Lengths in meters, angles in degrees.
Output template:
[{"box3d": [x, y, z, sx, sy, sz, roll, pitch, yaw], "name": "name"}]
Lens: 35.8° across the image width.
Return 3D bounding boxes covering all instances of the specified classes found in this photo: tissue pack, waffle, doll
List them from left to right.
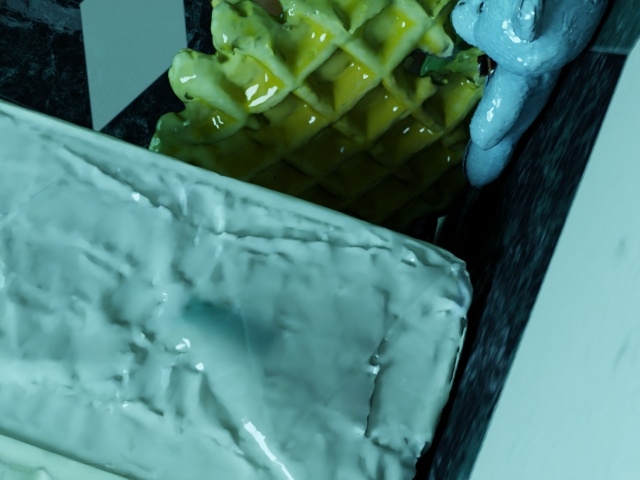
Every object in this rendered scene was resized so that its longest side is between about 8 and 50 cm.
[{"box3d": [-0.110, 0.120, 0.631, 0.380, 0.297, 0.207, 116, 174, -60], "name": "tissue pack"}, {"box3d": [0.016, -0.065, 0.653, 0.250, 0.261, 0.056, 101, 149, -46], "name": "waffle"}, {"box3d": [0.108, -0.111, 0.579, 0.120, 0.075, 0.180, -62, -2, -36], "name": "doll"}]

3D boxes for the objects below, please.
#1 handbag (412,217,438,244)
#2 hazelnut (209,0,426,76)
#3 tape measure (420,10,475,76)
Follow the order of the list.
[{"box3d": [0.000, 0.000, 0.845, 0.207, 0.126, 0.229, -8, -58, -42], "name": "handbag"}, {"box3d": [0.052, -0.295, 1.088, 0.359, 0.359, 0.409, -66, -16, 5], "name": "hazelnut"}, {"box3d": [0.130, -0.170, 0.742, 0.177, 0.087, 0.154, -62, -4, -52], "name": "tape measure"}]
